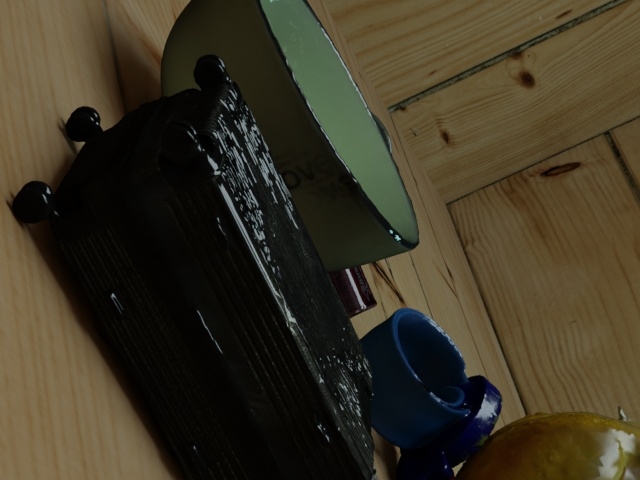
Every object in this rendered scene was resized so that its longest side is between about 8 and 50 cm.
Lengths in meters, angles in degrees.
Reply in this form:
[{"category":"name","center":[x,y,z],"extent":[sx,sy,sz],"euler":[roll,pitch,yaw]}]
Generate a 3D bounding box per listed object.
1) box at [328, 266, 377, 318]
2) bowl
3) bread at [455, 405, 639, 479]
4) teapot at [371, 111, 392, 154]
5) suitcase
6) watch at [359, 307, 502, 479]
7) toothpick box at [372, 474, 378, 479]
[{"category":"box","center":[0.000,0.000,1.904],"extent":[0.120,0.069,0.224],"euler":[4,63,-79]},{"category":"bowl","center":[-0.059,-0.108,1.487],"extent":[0.354,0.185,0.354],"euler":[58,12,-21]},{"category":"bread","center":[0.313,0.357,1.918],"extent":[0.250,0.361,0.394],"euler":[44,3,23]},{"category":"teapot","center":[0.022,-0.112,2.094],"extent":[0.239,0.162,0.149],"euler":[37,-6,14]},{"category":"suitcase","center":[-0.084,0.045,1.150],"extent":[0.229,0.152,0.335],"euler":[-83,150,-69]},{"category":"watch","center":[0.120,0.201,1.844],"extent":[0.200,0.171,0.196],"euler":[48,16,-13]},{"category":"toothpick box","center":[0.021,0.291,1.204],"extent":[0.111,0.111,0.181],"euler":[54,14,-48]}]
